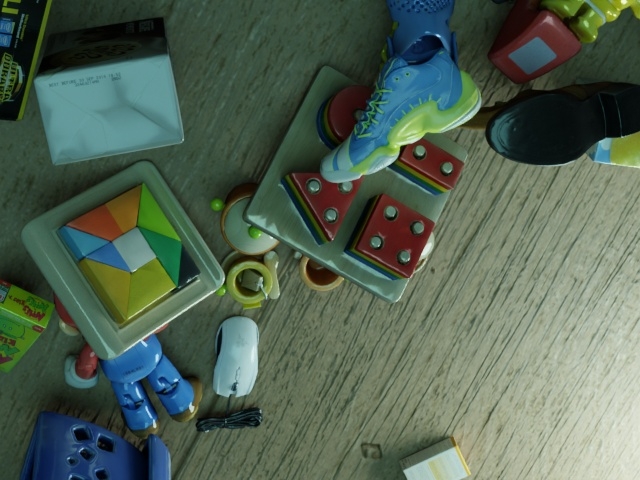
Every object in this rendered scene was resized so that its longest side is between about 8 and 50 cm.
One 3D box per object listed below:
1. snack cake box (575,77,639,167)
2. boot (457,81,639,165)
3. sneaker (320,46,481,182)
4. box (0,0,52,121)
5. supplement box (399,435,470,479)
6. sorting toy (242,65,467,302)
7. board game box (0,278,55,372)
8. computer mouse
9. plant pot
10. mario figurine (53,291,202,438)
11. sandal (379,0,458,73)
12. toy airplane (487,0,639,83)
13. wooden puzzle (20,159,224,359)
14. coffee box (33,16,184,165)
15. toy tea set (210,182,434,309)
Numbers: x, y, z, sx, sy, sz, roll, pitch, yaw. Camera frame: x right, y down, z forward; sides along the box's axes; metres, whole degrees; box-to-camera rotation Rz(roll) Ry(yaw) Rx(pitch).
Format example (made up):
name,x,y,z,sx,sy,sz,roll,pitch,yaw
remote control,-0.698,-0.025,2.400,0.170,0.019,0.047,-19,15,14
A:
name,x,y,z,sx,sy,sz,roll,pitch,yaw
snack cake box,0.509,-0.163,1.971,0.264,0.152,0.089,6,110,-9
boot,0.268,-0.173,1.833,0.264,0.280,0.096,-23,108,-26
sneaker,0.089,-0.178,1.800,0.240,0.091,0.126,-29,109,0
box,-0.454,-0.326,1.699,0.079,0.322,0.257,2,113,-45
supplement box,0.186,0.369,2.189,0.098,0.036,0.062,-25,112,2
sorting toy,0.063,-0.084,1.906,0.255,0.089,0.257,30,75,-12
board game box,-0.461,0.126,1.954,0.092,0.043,0.181,27,143,-16
computer mouse,-0.135,0.211,2.081,0.106,0.042,0.193,1,110,-13
plant pot,-0.341,0.419,2.008,0.212,0.236,0.236,8,137,-16
mario figurine,-0.292,0.130,2.014,0.198,0.170,0.321,-43,127,-29
sandal,0.141,-0.312,1.842,0.126,0.138,0.317,-9,124,-2
toy airplane,0.423,-0.397,1.807,0.386,0.272,0.385,-2,110,-6
wooden puzzle,-0.270,0.021,1.892,0.238,0.044,0.221,-34,92,-38
coffee box,-0.274,-0.203,1.773,0.168,0.297,0.119,-10,109,-4
toy tea set,0.000,0.000,1.978,0.335,0.124,0.200,-11,111,-3
